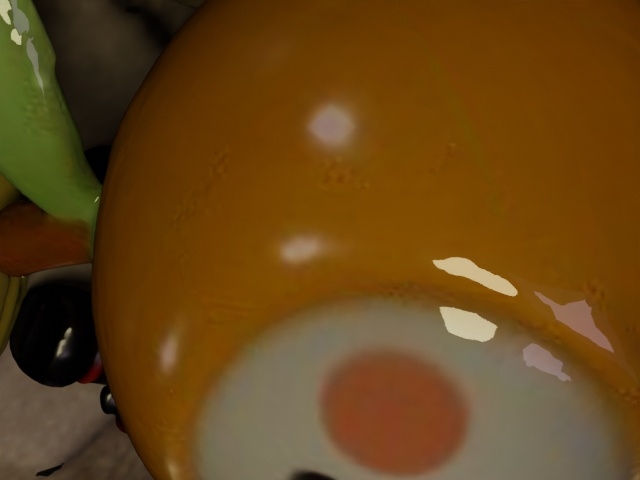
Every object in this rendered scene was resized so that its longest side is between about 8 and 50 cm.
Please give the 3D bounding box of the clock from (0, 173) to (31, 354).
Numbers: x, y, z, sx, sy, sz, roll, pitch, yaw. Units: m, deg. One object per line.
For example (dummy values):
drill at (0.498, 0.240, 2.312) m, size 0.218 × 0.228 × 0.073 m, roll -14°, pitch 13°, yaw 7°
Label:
clock at (-0.177, 0.019, 0.414) m, size 0.237 × 0.057 × 0.237 m, roll -24°, pitch 129°, yaw -34°

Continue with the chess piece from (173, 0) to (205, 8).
chess piece at (-0.017, -0.112, 0.485) m, size 0.200 × 0.090 × 0.090 m, roll 10°, pitch 106°, yaw -35°

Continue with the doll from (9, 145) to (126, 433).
doll at (-0.003, 0.037, 0.580) m, size 0.249 × 0.088 × 0.127 m, roll 17°, pitch 121°, yaw -38°

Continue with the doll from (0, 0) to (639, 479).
doll at (0.000, 0.000, 0.431) m, size 0.213 × 0.236 × 0.213 m, roll 9°, pitch 90°, yaw -80°
